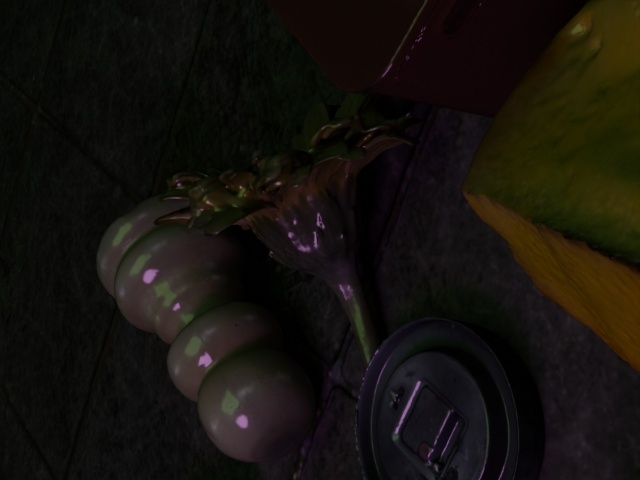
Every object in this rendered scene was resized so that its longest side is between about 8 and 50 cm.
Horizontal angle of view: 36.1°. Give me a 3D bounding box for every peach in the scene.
[{"bbox_3d":[0.299,-0.041,0.588,0.306,0.242,0.380,-54,21,-6],"label":"peach"}]

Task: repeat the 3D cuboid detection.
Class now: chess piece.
[{"bbox_3d":[-0.121,0.110,1.146,0.330,0.182,0.182,53,124,35],"label":"chess piece"}]

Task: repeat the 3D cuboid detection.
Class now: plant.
[{"bbox_3d":[0.009,-0.047,1.032,0.261,0.297,0.306,-56,-3,-3],"label":"plant"}]

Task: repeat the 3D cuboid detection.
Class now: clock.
[{"bbox_3d":[0.117,0.180,0.932,0.215,0.042,0.215,-11,76,50],"label":"clock"}]

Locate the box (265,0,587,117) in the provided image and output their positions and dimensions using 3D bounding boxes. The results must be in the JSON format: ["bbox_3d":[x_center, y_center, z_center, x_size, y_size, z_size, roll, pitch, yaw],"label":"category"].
[{"bbox_3d":[0.097,-0.282,0.885,0.239,0.229,0.339,-58,44,26],"label":"box"}]
